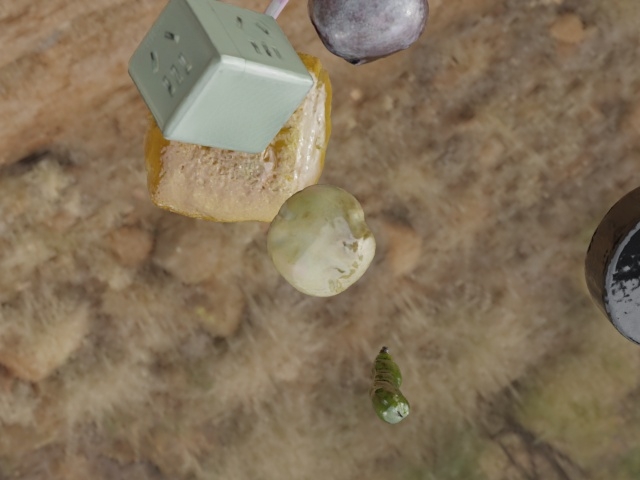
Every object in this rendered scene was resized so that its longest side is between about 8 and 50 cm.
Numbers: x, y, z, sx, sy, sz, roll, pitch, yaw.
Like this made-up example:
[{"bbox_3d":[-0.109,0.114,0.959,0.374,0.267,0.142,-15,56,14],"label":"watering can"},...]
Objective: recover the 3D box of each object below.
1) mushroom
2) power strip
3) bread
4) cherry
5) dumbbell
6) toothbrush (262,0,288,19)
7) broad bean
[{"bbox_3d":[0.000,0.000,1.667,0.148,0.148,0.112,-41,149,10],"label":"mushroom"},{"bbox_3d":[-0.106,-0.204,1.627,0.224,0.140,0.139,7,132,-46],"label":"power strip"},{"bbox_3d":[-0.148,-0.193,2.312,0.337,0.327,0.148,10,177,-8],"label":"bread"},{"bbox_3d":[0.071,-0.378,2.055,0.195,0.195,0.195,-23,146,-17],"label":"cherry"},{"bbox_3d":[0.434,0.077,1.383,0.204,0.322,0.203,-5,115,-10],"label":"dumbbell"},{"bbox_3d":[-0.024,-0.353,1.680,0.025,0.020,0.286,-44,179,-41],"label":"toothbrush"},{"bbox_3d":[0.091,0.200,1.741,0.052,0.256,0.052,9,101,0],"label":"broad bean"}]
